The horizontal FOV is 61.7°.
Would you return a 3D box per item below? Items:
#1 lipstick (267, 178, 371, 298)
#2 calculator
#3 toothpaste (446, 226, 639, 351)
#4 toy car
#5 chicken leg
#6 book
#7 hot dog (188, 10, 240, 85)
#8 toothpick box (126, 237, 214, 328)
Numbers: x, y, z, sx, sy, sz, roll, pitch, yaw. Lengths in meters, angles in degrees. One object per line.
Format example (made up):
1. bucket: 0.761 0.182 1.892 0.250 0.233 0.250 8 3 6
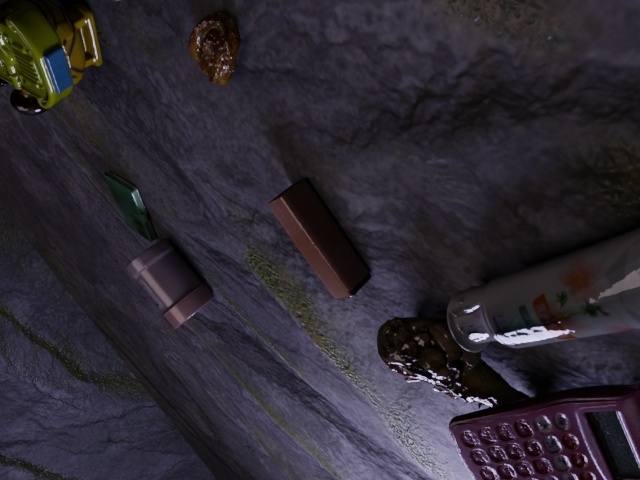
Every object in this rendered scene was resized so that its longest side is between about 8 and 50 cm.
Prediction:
1. lipstick: 0.000 0.000 0.640 0.145 0.045 0.045 55 150 -11
2. calculator: 0.231 0.198 0.519 0.190 0.034 0.127 -20 112 26
3. toothpaste: 0.226 0.029 0.383 0.100 0.066 0.323 52 143 -6
4. toy car: -0.431 -0.305 0.755 0.247 0.142 0.200 32 146 9
5. chicken leg: 0.155 0.139 0.582 0.196 0.080 0.125 20 149 27
6. book: -0.375 -0.064 1.061 0.103 0.017 0.135 28 143 31
7. hot dog: -0.111 -0.201 0.571 0.058 0.035 0.083 49 149 6
8. toothpick box: -0.288 0.082 1.034 0.149 0.098 0.098 52 148 -3
